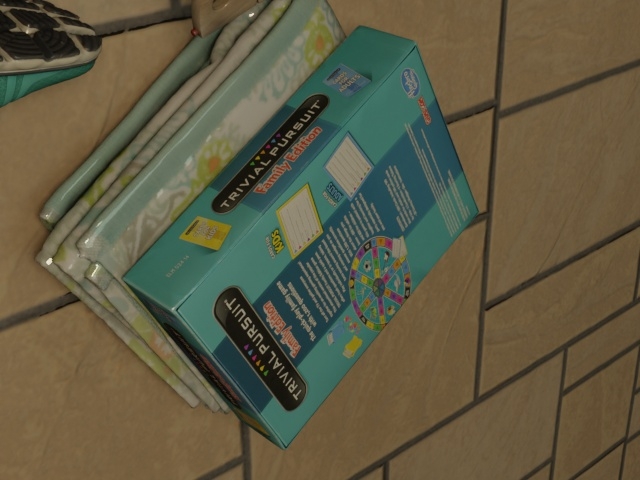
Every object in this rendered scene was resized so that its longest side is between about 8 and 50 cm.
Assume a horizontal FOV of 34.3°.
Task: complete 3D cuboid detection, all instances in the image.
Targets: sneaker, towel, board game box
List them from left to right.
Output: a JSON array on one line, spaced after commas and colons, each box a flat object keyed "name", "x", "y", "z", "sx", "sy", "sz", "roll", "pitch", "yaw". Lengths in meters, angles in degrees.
[{"name": "sneaker", "x": -0.296, "y": -0.112, "z": 0.782, "sx": 0.275, "sy": 0.107, "sz": 0.110, "roll": -26, "pitch": 145, "yaw": -30}, {"name": "towel", "x": -0.075, "y": -0.038, "z": 1.037, "sx": 0.374, "sy": 0.090, "sz": 0.320, "roll": -50, "pitch": 140, "yaw": -16}, {"name": "board game box", "x": 0.000, "y": 0.000, "z": 1.008, "sx": 0.336, "sy": 0.079, "sz": 0.254, "roll": -48, "pitch": 139, "yaw": -18}]

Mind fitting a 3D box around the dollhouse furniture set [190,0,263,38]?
[{"name": "dollhouse furniture set", "x": -0.091, "y": -0.285, "z": 0.813, "sx": 0.129, "sy": 0.129, "sz": 0.184, "roll": -39, "pitch": 160, "yaw": -26}]
